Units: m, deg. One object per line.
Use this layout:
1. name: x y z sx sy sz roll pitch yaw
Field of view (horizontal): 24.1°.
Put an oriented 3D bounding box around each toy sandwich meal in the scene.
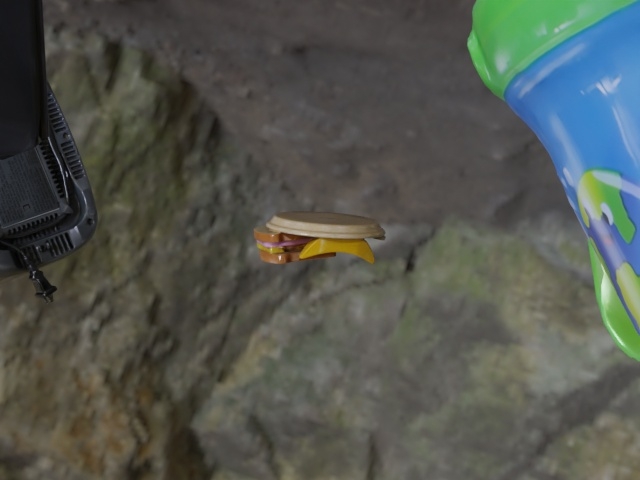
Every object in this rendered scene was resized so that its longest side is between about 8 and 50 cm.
1. toy sandwich meal: 0.000 0.000 0.963 0.086 0.029 0.085 4 -172 -1

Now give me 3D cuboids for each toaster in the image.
1. toaster: -0.279 -0.047 1.260 0.129 0.227 0.146 -24 180 -31

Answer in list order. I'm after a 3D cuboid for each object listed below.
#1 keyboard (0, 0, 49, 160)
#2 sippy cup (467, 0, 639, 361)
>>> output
1. keyboard: -0.277 -0.196 0.925 0.201 0.317 0.033 -5 -162 -14
2. sippy cup: 0.196 -0.015 0.526 0.240 0.224 0.305 -20 173 16
